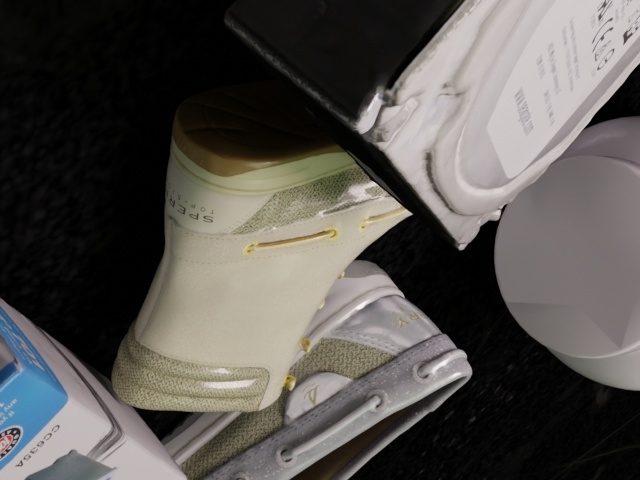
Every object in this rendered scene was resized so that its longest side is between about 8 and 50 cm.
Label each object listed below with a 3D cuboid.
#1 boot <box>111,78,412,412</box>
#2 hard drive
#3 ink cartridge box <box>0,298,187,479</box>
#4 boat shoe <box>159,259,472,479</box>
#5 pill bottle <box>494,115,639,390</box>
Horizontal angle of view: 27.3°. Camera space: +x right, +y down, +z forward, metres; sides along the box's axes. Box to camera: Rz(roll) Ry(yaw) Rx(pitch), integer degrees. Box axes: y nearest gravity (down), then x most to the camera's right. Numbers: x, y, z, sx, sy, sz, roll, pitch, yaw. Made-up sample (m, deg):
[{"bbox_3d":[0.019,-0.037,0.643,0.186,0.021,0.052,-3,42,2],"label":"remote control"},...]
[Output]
[{"bbox_3d":[0.000,0.000,0.657,0.213,0.077,0.165,-12,134,-41],"label":"boot"},{"bbox_3d":[0.127,-0.154,0.466,0.339,0.064,0.237,-50,164,1],"label":"hard drive"},{"bbox_3d":[-0.159,0.105,0.575,0.139,0.082,0.190,-44,153,-6],"label":"ink cartridge box"},{"bbox_3d":[-0.044,0.159,0.789,0.320,0.103,0.118,-49,153,5],"label":"boat shoe"},{"bbox_3d":[0.253,0.007,0.925,0.323,0.181,0.181,-2,130,-55],"label":"pill bottle"}]
